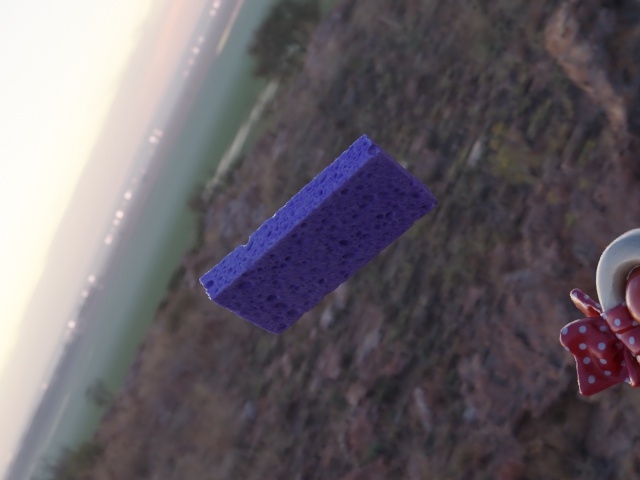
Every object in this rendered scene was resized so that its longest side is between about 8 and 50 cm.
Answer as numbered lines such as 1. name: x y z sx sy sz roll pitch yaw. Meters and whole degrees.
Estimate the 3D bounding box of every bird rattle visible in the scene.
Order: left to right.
1. bird rattle: 0.354 0.075 1.342 0.253 0.143 0.207 29 140 50

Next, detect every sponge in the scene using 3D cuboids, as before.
1. sponge: 0.000 0.000 1.231 0.210 0.117 0.031 -41 51 14
